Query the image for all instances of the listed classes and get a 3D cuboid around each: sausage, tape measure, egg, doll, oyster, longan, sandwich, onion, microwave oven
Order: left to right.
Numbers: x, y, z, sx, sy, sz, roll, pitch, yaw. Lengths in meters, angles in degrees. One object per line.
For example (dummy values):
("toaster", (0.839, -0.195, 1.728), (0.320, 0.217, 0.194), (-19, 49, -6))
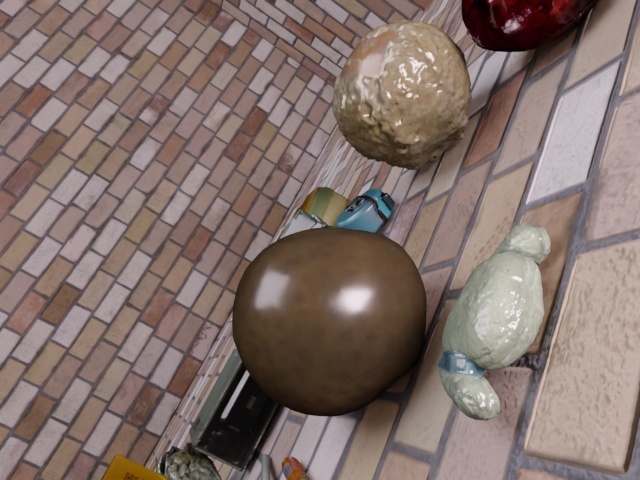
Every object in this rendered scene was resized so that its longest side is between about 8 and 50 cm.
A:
("oyster", (-0.246, 0.485, 0.890), (0.112, 0.199, 0.268), (-20, 9, 2))
("microwave oven", (-0.166, 0.349, 1.009), (0.205, 0.129, 0.163), (-62, 14, -15))
("sausage", (-0.038, 0.346, 0.710), (0.031, 0.031, 0.107), (-60, 11, -10))
("sandwich", (0.000, 0.000, 1.172), (0.227, 0.155, 0.198), (-56, 13, 11))
("longan", (0.011, 0.105, 0.641), (0.258, 0.258, 0.258), (-55, 12, 17))
("tape measure", (0.097, -0.054, 1.065), (0.125, 0.081, 0.146), (-42, 13, -6))
("egg", (0.155, -0.272, 0.920), (0.279, 0.279, 0.310), (-60, -12, -11))
("doll", (0.165, 0.069, 0.463), (0.214, 0.071, 0.103), (-61, 12, -30))
("onion", (0.318, -0.423, 0.753), (0.252, 0.219, 0.252), (-48, 23, 28))

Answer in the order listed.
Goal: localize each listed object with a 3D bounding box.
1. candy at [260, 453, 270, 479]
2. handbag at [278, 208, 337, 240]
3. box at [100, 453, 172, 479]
("candy", (-0.084, 0.378, 0.700), (0.124, 0.124, 0.365), (-60, 3, -9))
("handbag", (-0.019, 0.096, 0.873), (0.247, 0.079, 0.260), (40, 100, 43))
("box", (-0.188, 0.439, 0.519), (0.116, 0.264, 0.415), (-58, 9, 0))
